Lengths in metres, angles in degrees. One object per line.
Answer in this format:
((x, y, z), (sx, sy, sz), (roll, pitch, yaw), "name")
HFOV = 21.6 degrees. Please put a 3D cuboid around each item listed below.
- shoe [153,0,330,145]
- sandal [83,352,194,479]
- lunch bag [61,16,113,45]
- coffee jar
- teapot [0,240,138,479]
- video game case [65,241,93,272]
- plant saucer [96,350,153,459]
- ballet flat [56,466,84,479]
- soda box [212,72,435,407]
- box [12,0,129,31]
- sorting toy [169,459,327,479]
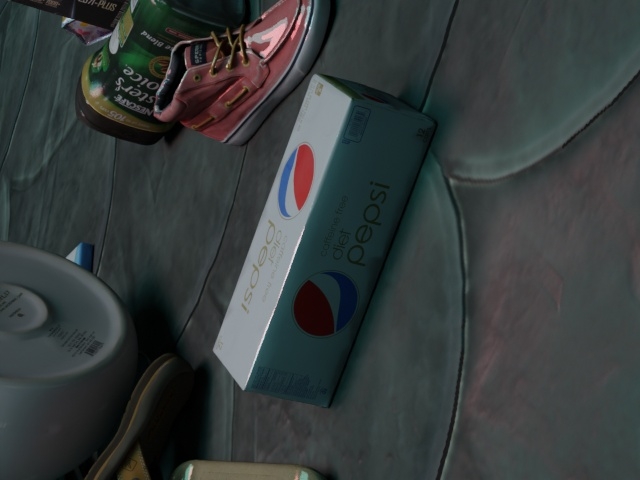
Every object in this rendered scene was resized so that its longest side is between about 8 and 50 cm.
((-0.066, -0.144, 1.340), (0.178, 0.081, 0.063), (-49, 37, 43), "shoe")
((-0.143, 0.194, 1.323), (0.090, 0.060, 0.219), (82, -148, -62), "sandal")
((-0.219, -0.248, 1.727), (0.083, 0.053, 0.071), (-21, 55, 29), "lunch bag")
((-0.147, -0.164, 1.493), (0.184, 0.096, 0.079), (-49, 34, 43), "coffee jar")
((-0.280, 0.128, 1.422), (0.252, 0.256, 0.187), (52, 135, 45), "teapot")
((-0.273, 0.086, 1.705), (0.166, 0.015, 0.119), (-37, 45, 51), "video game case")
((-0.159, 0.155, 1.440), (0.119, 0.021, 0.119), (-39, 43, 51), "plant saucer")
((-0.255, 0.276, 1.479), (0.139, 0.139, 0.400), (-65, 24, 20), "ballet flat")
((0.000, 0.000, 1.154), (0.074, 0.069, 0.216), (43, 114, 61), "soda box")
((-0.190, -0.270, 1.535), (0.077, 0.180, 0.147), (-50, 36, 42), "box")
((-0.083, 0.308, 1.190), (0.229, 0.041, 0.307), (-11, 68, 61), "sorting toy")
